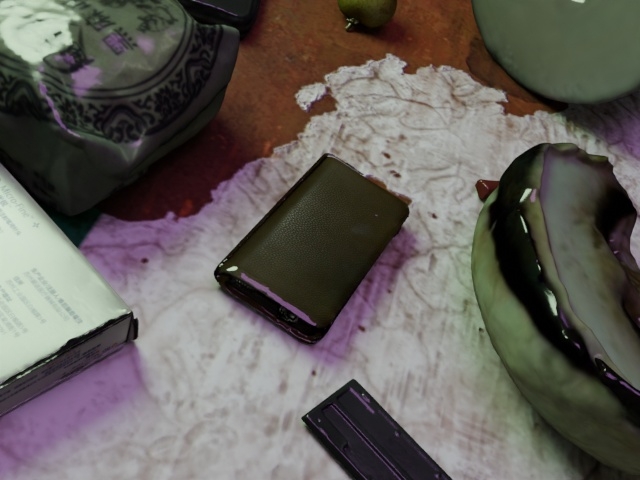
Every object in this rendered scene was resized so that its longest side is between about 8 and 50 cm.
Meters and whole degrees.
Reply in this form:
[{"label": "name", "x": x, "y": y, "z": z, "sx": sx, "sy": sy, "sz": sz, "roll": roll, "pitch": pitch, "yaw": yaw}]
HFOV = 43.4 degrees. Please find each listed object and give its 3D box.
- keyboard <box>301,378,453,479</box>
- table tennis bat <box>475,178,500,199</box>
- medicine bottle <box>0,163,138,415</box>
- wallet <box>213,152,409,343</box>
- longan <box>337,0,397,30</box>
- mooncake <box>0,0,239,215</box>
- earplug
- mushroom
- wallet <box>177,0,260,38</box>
[{"label": "keyboard", "x": 0.073, "y": 0.192, "z": 0.606, "sx": 0.202, "sy": 0.011, "sz": 0.067, "roll": 44, "pitch": 47, "yaw": 18}, {"label": "table tennis bat", "x": 0.238, "y": -0.056, "z": 0.893, "sx": 0.155, "sy": 0.019, "sz": 0.098, "roll": -2, "pitch": 51, "yaw": -27}, {"label": "medicine bottle", "x": -0.259, "y": 0.032, "z": 0.585, "sx": 0.201, "sy": 0.052, "sz": 0.171, "roll": 43, "pitch": 49, "yaw": 18}, {"label": "wallet", "x": 0.000, "y": 0.000, "z": 0.733, "sx": 0.110, "sy": 0.031, "sz": 0.198, "roll": 32, "pitch": 46, "yaw": 7}, {"label": "longan", "x": 0.056, "y": -0.295, "z": 1.002, "sx": 0.075, "sy": 0.075, "sz": 0.083, "roll": 29, "pitch": 87, "yaw": 4}, {"label": "mooncake", "x": -0.217, "y": -0.167, "z": 0.723, "sx": 0.254, "sy": 0.136, "sz": 0.250, "roll": 35, "pitch": 50, "yaw": 11}, {"label": "earplug", "x": 0.431, "y": -0.369, "z": 1.047, "sx": 0.394, "sy": 0.312, "sz": 0.312, "roll": -23, "pitch": 62, "yaw": -37}, {"label": "mushroom", "x": 0.246, "y": 0.064, "z": 0.720, "sx": 0.248, "sy": 0.130, "sz": 0.344, "roll": 12, "pitch": 46, "yaw": -34}, {"label": "wallet", "x": -0.135, "y": -0.342, "z": 0.977, "sx": 0.149, "sy": 0.044, "sz": 0.250, "roll": 18, "pitch": 45, "yaw": -11}]
